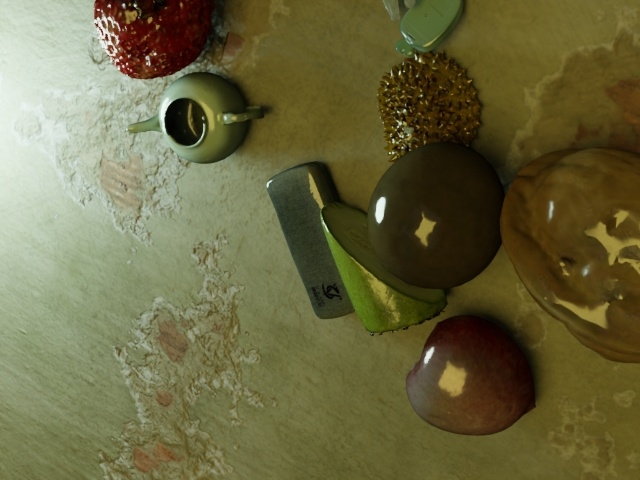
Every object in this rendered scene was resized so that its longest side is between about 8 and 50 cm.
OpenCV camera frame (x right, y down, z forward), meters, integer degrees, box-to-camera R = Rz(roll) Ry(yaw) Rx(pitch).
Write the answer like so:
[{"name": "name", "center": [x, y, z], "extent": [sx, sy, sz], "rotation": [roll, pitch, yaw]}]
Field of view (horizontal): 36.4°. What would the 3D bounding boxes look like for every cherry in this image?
[{"name": "cherry", "center": [0.289, 0.269, 1.851], "extent": [0.239, 0.206, 0.239], "rotation": [1, 92, 27]}]

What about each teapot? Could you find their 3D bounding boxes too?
[{"name": "teapot", "center": [-0.251, -0.254, 2.031], "extent": [0.294, 0.129, 0.193], "rotation": [-1, 105, 29]}]

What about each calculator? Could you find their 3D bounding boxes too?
[{"name": "calculator", "center": [0.198, -0.402, 1.787], "extent": [0.153, 0.021, 0.095], "rotation": [-46, 63, 11]}]

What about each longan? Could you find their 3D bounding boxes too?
[{"name": "longan", "center": [0.207, -0.041, 1.708], "extent": [0.258, 0.258, 0.258], "rotation": [8, 108, 26]}]

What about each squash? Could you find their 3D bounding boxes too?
[{"name": "squash", "center": [0.123, 0.035, 1.884], "extent": [0.189, 0.189, 0.260], "rotation": [-15, 97, 31]}]

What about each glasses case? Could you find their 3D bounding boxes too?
[{"name": "glasses case", "center": [0.000, 0.000, 2.003], "extent": [0.131, 0.074, 0.323], "rotation": [-18, 96, 32]}]

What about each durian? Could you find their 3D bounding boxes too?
[{"name": "durian", "center": [0.192, -0.232, 1.806], "extent": [0.183, 0.138, 0.249], "rotation": [-7, 95, 38]}]

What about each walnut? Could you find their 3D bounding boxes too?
[{"name": "walnut", "center": [0.492, 0.023, 1.609], "extent": [0.384, 0.383, 0.383], "rotation": [8, 108, 26]}]

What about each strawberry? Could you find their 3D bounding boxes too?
[{"name": "strawberry", "center": [-0.343, -0.444, 1.984], "extent": [0.239, 0.250, 0.288], "rotation": [11, 138, -9]}]

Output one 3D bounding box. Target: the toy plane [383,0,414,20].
[{"name": "toy plane", "center": [0.090, -0.548, 1.787], "extent": [0.267, 0.088, 0.212], "rotation": [32, 112, 17]}]
